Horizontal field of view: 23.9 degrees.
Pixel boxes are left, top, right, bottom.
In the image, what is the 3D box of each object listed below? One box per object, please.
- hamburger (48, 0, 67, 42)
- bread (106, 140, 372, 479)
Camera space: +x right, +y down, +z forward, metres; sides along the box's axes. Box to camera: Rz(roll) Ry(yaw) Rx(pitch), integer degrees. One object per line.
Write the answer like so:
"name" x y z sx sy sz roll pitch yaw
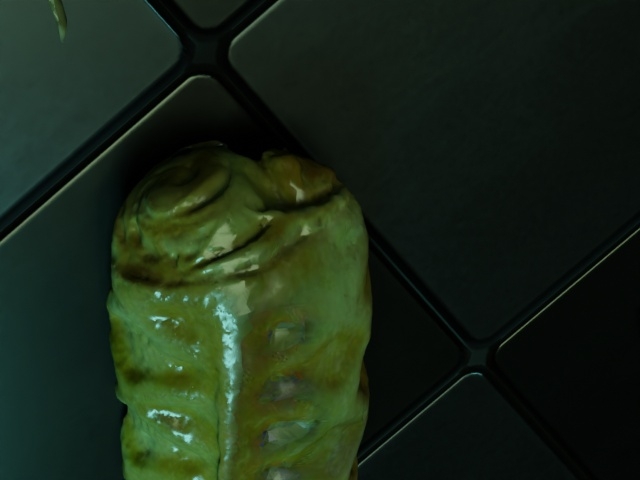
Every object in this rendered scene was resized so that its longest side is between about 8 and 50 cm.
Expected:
"hamburger" -0.106 -0.180 0.506 0.243 0.138 0.261 -7 133 -11
"bread" -0.036 0.064 0.734 0.128 0.088 0.232 -8 126 -10
